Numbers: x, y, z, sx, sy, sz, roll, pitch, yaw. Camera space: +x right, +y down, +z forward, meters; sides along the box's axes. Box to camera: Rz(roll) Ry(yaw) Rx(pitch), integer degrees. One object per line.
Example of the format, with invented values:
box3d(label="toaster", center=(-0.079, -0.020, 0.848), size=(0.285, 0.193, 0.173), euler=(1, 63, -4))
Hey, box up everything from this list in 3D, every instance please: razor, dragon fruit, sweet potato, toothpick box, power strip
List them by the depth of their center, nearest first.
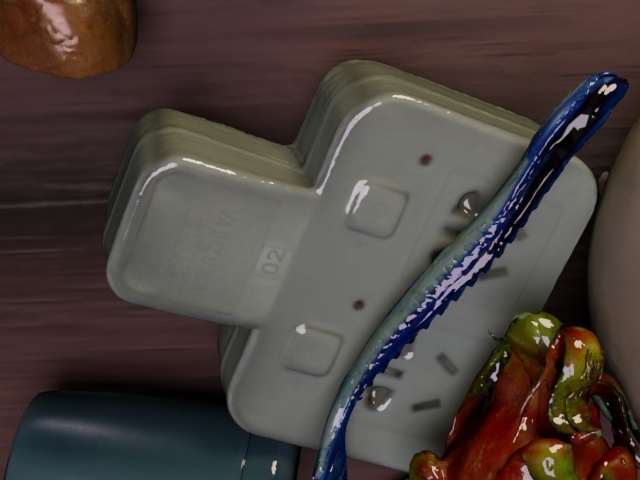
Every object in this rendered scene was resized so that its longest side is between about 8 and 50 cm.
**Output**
box3d(label="razor", center=(0.067, 0.042, 0.649), size=(0.056, 0.093, 0.324), euler=(32, 103, 11))
box3d(label="sweet potato", center=(-0.185, -0.206, 0.659), size=(0.097, 0.097, 0.251), euler=(-24, 101, 9))
box3d(label="dragon fruit", center=(0.122, 0.120, 0.665), size=(0.142, 0.138, 0.175), euler=(-1, 99, 2))
box3d(label="power strip", center=(0.000, 0.000, 0.713), size=(0.261, 0.141, 0.229), euler=(17, 109, -18))
box3d(label="toothpick box", center=(-0.110, 0.160, 0.755), size=(0.184, 0.120, 0.120), euler=(9, 107, 2))

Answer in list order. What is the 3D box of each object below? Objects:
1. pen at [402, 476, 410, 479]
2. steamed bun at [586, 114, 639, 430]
box3d(label="pen", center=(0.003, 0.211, 0.815), size=(0.204, 0.025, 0.025), euler=(-30, 104, 12))
box3d(label="steamed bun", center=(0.344, 0.035, 0.637), size=(0.375, 0.241, 0.374), euler=(0, 110, 1))
